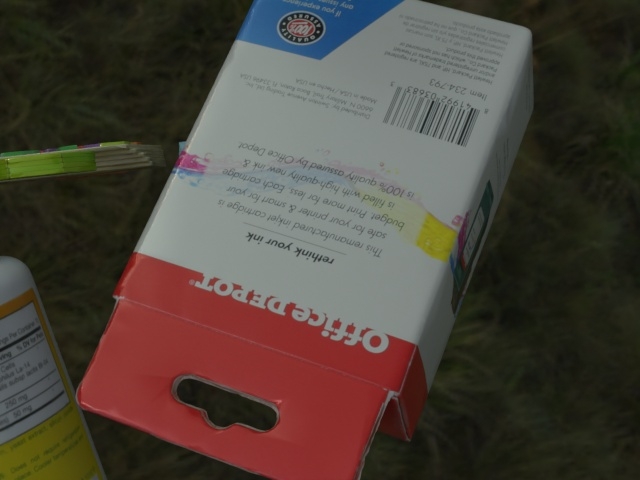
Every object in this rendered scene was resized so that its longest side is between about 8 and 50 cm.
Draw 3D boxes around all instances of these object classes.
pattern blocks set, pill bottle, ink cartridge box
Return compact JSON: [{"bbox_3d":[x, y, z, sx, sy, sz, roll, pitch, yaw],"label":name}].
[{"bbox_3d":[-0.238,-0.071,1.155,0.325,0.285,0.026,-6,93,-9],"label":"pattern blocks set"},{"bbox_3d":[-0.187,0.087,0.649,0.117,0.117,0.215,-29,104,-50],"label":"pill bottle"},{"bbox_3d":[0.000,0.000,0.577,0.078,0.134,0.231,70,40,-65],"label":"ink cartridge box"}]
